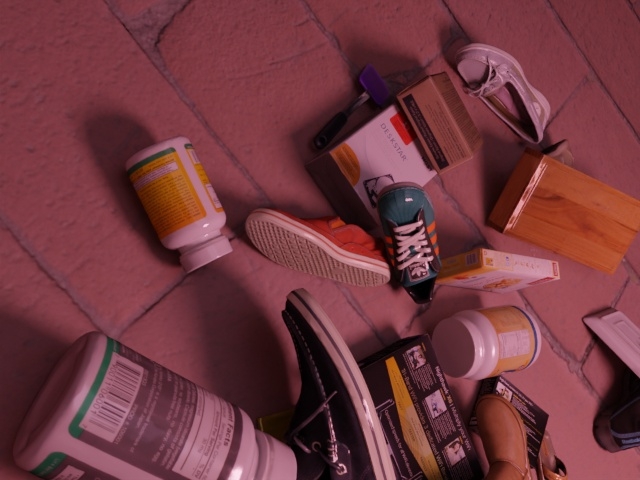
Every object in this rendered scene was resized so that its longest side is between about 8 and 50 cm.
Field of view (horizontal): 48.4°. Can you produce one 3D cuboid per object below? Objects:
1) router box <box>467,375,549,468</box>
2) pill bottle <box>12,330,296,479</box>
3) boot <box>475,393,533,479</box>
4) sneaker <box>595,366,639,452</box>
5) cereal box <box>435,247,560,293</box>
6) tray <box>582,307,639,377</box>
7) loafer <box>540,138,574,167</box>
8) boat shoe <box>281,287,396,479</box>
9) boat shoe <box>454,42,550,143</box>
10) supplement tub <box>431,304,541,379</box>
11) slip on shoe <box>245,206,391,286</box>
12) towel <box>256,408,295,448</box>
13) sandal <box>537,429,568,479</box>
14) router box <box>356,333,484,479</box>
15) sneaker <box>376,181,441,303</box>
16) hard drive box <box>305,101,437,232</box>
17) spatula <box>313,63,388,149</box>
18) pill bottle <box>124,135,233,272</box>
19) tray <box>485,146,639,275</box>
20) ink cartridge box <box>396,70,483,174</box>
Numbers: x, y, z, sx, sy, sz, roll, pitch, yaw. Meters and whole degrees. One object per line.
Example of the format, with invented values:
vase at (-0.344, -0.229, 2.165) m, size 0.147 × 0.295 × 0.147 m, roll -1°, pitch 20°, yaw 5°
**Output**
router box at (0.410, 0.390, 1.541) m, size 0.179 × 0.046 × 0.133 m, roll 41°, pitch 56°, yaw -19°
pill bottle at (-0.225, 0.299, 1.024) m, size 0.361 × 0.204 × 0.204 m, roll 35°, pitch 59°, yaw -22°
boot at (0.329, 0.430, 1.320) m, size 0.269 × 0.089 × 0.236 m, roll -12°, pitch 80°, yaw -65°
sneaker at (0.817, 0.400, 1.766) m, size 0.341 × 0.140 × 0.125 m, roll -41°, pitch 99°, yaw -37°
cereal box at (0.369, 0.069, 1.532) m, size 0.240 × 0.173 × 0.047 m, roll 9°, pitch 71°, yaw -32°
tray at (0.792, 0.269, 1.768) m, size 0.145 × 0.030 × 0.270 m, roll -10°, pitch 48°, yaw -38°
loafer at (0.571, -0.172, 1.792) m, size 0.268 × 0.102 × 0.092 m, roll -35°, pitch 91°, yaw -38°
boat shoe at (0.014, 0.325, 1.159) m, size 0.156 × 0.187 × 0.500 m, roll -17°, pitch 94°, yaw -9°
boat shoe at (0.452, -0.364, 1.761) m, size 0.320 × 0.118 × 0.103 m, roll 36°, pitch 54°, yaw -29°
supplement tub at (0.346, 0.213, 1.489) m, size 0.200 × 0.144 × 0.144 m, roll -2°, pitch 77°, yaw -35°
slip on shoe at (0.000, 0.000, 1.333) m, size 0.331 × 0.123 × 0.101 m, roll 20°, pitch 58°, yaw -35°
towel at (-0.044, 0.415, 1.231) m, size 0.102 × 0.021 × 0.237 m, roll -5°, pitch 78°, yaw -37°
sandal at (0.519, 0.507, 1.580) m, size 0.072 × 0.049 × 0.180 m, roll -9°, pitch 81°, yaw -37°
router box at (0.155, 0.363, 1.348) m, size 0.243 × 0.081 × 0.308 m, roll -20°, pitch 88°, yaw -37°
sneaker at (0.181, 0.012, 1.362) m, size 0.302 × 0.108 × 0.121 m, roll 64°, pitch 13°, yaw -52°
hard drive box at (0.110, -0.148, 1.469) m, size 0.232 × 0.089 × 0.181 m, roll -42°, pitch 102°, yaw -36°
spatula at (0.067, -0.279, 1.514) m, size 0.084 × 0.030 × 0.296 m, roll 50°, pitch 54°, yaw -15°
pill bottle at (-0.229, -0.057, 1.184) m, size 0.118 × 0.118 × 0.208 m, roll -28°, pitch 93°, yaw -37°
tray at (0.615, -0.062, 1.739) m, size 0.411 × 0.076 × 0.202 m, roll 18°, pitch 105°, yaw -29°
ink cartridge box at (0.266, -0.262, 1.554) m, size 0.193 × 0.088 × 0.235 m, roll 60°, pitch 24°, yaw -4°
